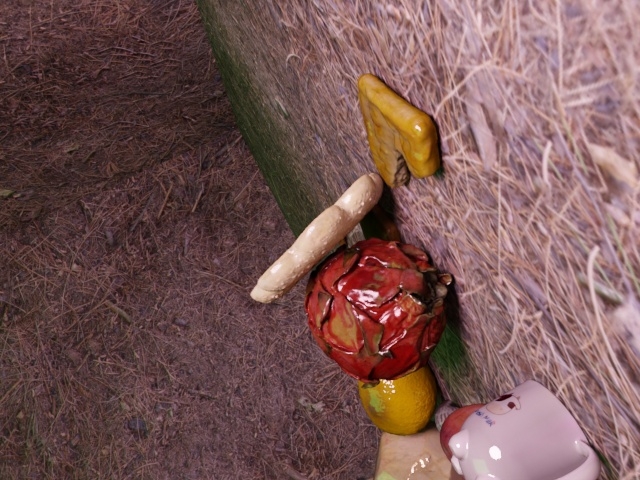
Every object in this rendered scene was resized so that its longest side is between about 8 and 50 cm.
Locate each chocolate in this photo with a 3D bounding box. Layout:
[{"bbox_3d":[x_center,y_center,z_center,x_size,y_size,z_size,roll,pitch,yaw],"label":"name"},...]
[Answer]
[{"bbox_3d":[0.298,0.408,1.088,0.167,0.072,0.072,53,167,48],"label":"chocolate"}]

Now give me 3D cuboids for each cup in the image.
[{"bbox_3d":[0.255,0.281,0.653,0.173,0.142,0.134,51,165,60],"label":"cup"}]

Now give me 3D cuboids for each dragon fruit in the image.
[{"bbox_3d":[0.093,0.116,0.867,0.244,0.244,0.299,63,156,9],"label":"dragon fruit"}]

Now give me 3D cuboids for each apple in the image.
[{"bbox_3d":[0.271,0.339,0.840,0.153,0.120,0.153,56,172,12],"label":"apple"}]

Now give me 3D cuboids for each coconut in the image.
[{"bbox_3d":[0.263,0.577,1.313,0.259,0.259,0.259,62,173,14],"label":"coconut"}]

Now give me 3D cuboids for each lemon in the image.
[{"bbox_3d":[0.184,0.357,1.252,0.188,0.188,0.256,-155,44,-79],"label":"lemon"}]

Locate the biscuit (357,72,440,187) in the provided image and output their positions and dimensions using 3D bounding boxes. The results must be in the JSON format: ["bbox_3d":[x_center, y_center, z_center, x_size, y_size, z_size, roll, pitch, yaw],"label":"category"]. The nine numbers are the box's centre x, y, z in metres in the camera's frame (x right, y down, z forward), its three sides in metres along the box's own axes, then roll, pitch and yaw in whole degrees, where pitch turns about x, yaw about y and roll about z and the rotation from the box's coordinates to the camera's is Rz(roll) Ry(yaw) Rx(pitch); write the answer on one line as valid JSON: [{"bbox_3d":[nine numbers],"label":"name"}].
[{"bbox_3d":[0.108,-0.124,0.702,0.183,0.039,0.174,-123,11,-51],"label":"biscuit"}]

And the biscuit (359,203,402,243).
[{"bbox_3d":[0.122,0.005,1.071,0.182,0.034,0.215,59,171,38],"label":"biscuit"}]

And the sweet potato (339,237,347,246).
[{"bbox_3d":[0.065,-0.001,1.514,0.026,0.026,0.115,60,170,27],"label":"sweet potato"}]

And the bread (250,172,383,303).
[{"bbox_3d":[0.000,0.000,0.905,0.054,0.316,0.316,46,172,3],"label":"bread"}]
